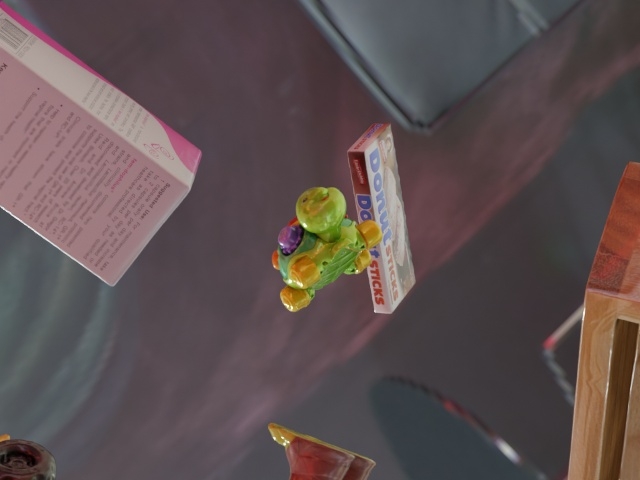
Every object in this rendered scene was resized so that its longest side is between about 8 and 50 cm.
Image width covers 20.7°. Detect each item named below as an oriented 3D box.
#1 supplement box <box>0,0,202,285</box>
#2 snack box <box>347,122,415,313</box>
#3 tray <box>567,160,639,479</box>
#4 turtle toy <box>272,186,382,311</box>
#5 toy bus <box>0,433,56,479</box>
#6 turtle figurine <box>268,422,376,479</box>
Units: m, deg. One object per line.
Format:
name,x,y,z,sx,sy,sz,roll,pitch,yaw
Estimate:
supplement box,-0.216,-0.082,1.409,0.220,0.114,0.111,36,-164,-9
snack box,0.060,-0.021,1.709,0.022,0.064,0.178,4,120,27
tray,0.215,0.139,0.786,0.202,0.076,0.411,14,144,15
turtle toy,0.000,0.000,1.534,0.066,0.095,0.130,52,155,16
toy bus,-0.295,0.274,1.416,0.220,0.211,0.149,39,128,47
turtle figurine,-0.037,0.229,1.101,0.087,0.217,0.269,17,173,31
